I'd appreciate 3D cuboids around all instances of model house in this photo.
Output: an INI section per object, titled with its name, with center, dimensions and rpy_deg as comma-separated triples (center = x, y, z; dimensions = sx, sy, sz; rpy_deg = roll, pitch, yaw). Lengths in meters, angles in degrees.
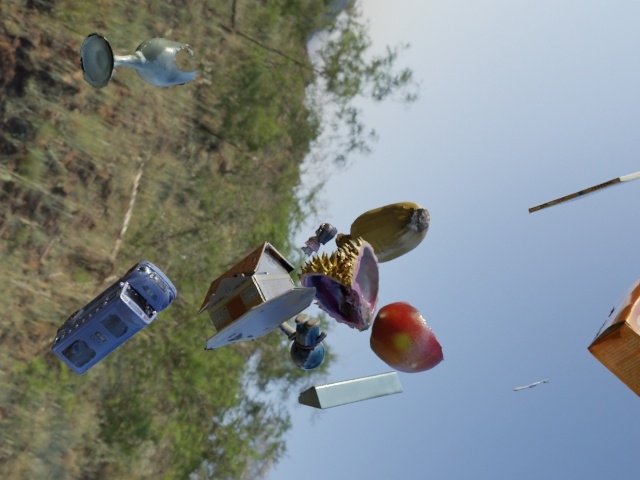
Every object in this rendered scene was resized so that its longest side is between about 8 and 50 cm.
[model house]
center = -0.122, 0.083, 1.135
dimensions = 0.219, 0.135, 0.207
rpy_deg = -38, 160, 27

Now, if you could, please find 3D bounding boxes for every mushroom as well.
[mushroom]
center = -0.121, 0.215, 1.834
dimensions = 0.060, 0.187, 0.061
rpy_deg = -32, -146, -7

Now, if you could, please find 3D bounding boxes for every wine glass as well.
[wine glass]
center = -0.487, -0.488, 1.730
dimensions = 0.321, 0.143, 0.143
rpy_deg = -21, 149, -51

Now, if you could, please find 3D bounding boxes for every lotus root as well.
[lotus root]
center = 0.176, -0.021, 1.693
dimensions = 0.303, 0.131, 0.146
rpy_deg = -21, -127, 43

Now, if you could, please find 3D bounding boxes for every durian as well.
[durian]
center = 0.060, 0.079, 1.333
dimensions = 0.186, 0.154, 0.260
rpy_deg = -46, 150, -29

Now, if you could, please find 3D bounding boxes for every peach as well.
[peach]
center = 0.262, 0.285, 1.861
dimensions = 0.196, 0.226, 0.189
rpy_deg = -59, 162, -55

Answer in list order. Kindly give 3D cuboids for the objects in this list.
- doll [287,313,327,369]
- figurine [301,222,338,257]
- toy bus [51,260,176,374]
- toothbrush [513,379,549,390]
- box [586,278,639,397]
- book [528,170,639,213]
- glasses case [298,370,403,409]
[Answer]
[doll]
center = -0.032, 0.257, 1.558
dimensions = 0.085, 0.114, 0.151
rpy_deg = -31, 128, -48
[figurine]
center = 0.000, 0.000, 1.997
dimensions = 0.129, 0.072, 0.054
rpy_deg = -49, -136, -1
[toy bus]
center = -0.487, 0.183, 1.501
dimensions = 0.292, 0.125, 0.133
rpy_deg = -37, -160, 7
[toothbrush]
center = 0.654, 0.450, 1.964
dimensions = 0.013, 0.132, 0.011
rpy_deg = -161, -116, -69
[box]
center = 0.813, 0.273, 1.450
dimensions = 0.225, 0.341, 0.143
rpy_deg = -35, 164, -41
[book]
center = 0.592, -0.111, 1.363
dimensions = 0.170, 0.018, 0.242
rpy_deg = -15, 175, -30
[glasses case]
center = 0.080, 0.380, 1.636
dimensions = 0.105, 0.266, 0.056
rpy_deg = -5, -93, 54
